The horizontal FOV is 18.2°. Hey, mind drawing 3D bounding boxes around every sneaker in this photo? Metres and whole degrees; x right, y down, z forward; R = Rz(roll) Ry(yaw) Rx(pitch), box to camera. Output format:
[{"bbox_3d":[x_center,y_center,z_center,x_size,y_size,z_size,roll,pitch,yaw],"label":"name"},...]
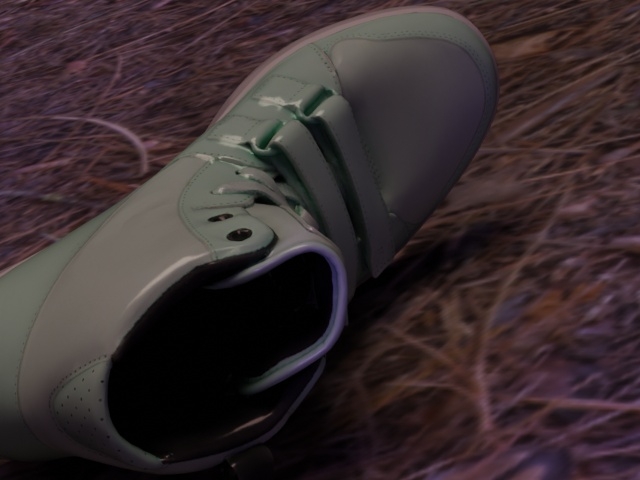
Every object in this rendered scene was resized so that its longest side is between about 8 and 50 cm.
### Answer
[{"bbox_3d":[0.000,0.001,0.685,0.256,0.094,0.151,-37,21,-25],"label":"sneaker"}]
